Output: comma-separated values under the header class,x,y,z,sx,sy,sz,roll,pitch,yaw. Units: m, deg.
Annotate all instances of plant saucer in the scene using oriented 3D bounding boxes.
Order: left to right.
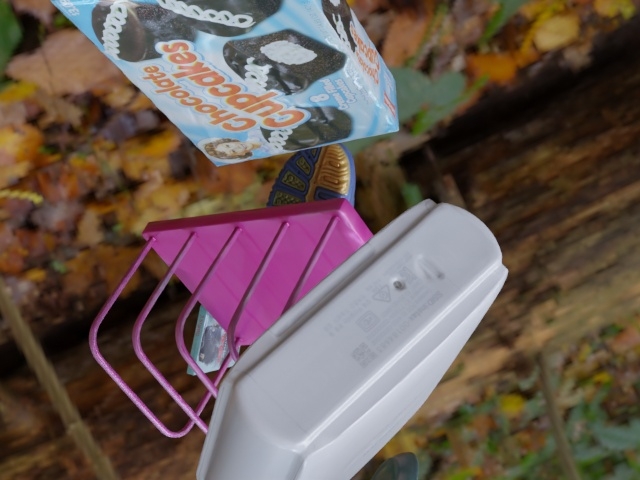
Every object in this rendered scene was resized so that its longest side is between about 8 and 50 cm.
class,x,y,z,sx,sy,sz,roll,pitch,yaw
plant saucer,0.085,0.323,1.707,0.021,0.119,0.119,28,146,-15

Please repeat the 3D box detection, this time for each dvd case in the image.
class,x,y,z,sx,sy,sz,roll,pitch,yaw
dvd case,-0.125,0.118,1.637,0.013,0.087,0.119,14,-175,20

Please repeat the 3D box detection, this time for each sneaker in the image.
class,x,y,z,sx,sy,sz,roll,pitch,yaw
sneaker,0.000,0.000,1.750,0.131,0.112,0.296,-17,128,-50

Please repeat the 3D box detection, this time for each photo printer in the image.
class,x,y,z,sx,sy,sz,roll,pitch,yaw
photo printer,0.015,0.126,1.113,0.256,0.107,0.307,-40,166,-26

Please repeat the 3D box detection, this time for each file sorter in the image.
class,x,y,z,sx,sy,sz,roll,pitch,yaw
file sorter,-0.069,0.100,1.417,0.291,0.202,0.182,-6,-136,40

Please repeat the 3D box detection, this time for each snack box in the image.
class,x,y,z,sx,sy,sz,roll,pitch,yaw
snack box,-0.067,-0.165,1.122,0.187,0.060,0.322,-10,157,17
